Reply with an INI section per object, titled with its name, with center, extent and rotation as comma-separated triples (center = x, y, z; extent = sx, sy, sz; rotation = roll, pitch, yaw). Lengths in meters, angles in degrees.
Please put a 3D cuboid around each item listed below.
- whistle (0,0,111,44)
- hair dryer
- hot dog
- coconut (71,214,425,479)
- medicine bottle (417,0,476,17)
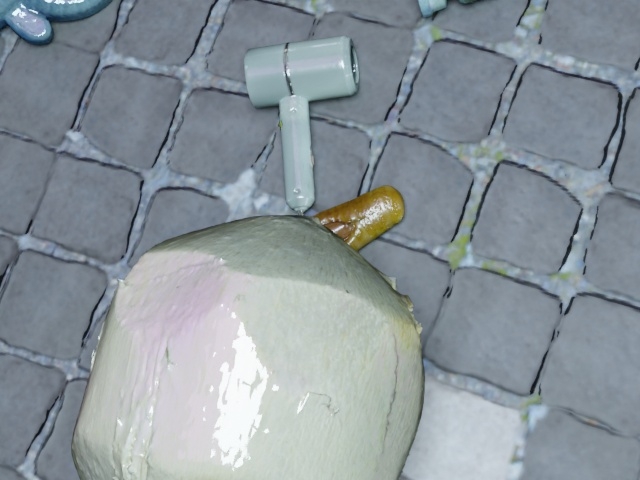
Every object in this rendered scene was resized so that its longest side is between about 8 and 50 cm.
[whistle]
center = -0.265, -0.235, 1.011
extent = 0.269, 0.093, 0.180
rotation = -44, 93, -3
[hair dryer]
center = -0.011, -0.085, 0.931
extent = 0.082, 0.047, 0.137
rotation = -5, 77, 11
[hot dog]
center = 0.000, 0.000, 0.909
extent = 0.137, 0.028, 0.044
rotation = -22, 76, 4
[coconut]
center = -0.040, 0.091, 0.786
extent = 0.227, 0.227, 0.230
rotation = 12, 83, 16
[medicine bottle]
center = 0.161, -0.220, 0.928
extent = 0.191, 0.051, 0.051
rotation = -18, 70, 7
